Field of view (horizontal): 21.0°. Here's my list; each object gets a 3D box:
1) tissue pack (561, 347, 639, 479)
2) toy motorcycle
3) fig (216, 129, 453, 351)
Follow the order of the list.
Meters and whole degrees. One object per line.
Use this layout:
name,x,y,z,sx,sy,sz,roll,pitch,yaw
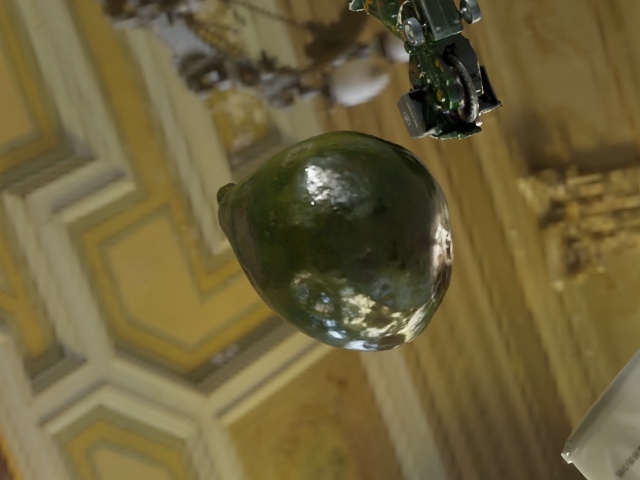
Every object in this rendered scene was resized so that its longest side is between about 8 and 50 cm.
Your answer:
tissue pack,0.481,0.160,2.016,0.194,0.356,0.266,45,-152,18
toy motorcycle,0.105,-0.237,1.923,0.125,0.187,0.274,-21,-92,-16
fig,0.000,0.000,1.504,0.195,0.245,0.195,-18,-69,-59
